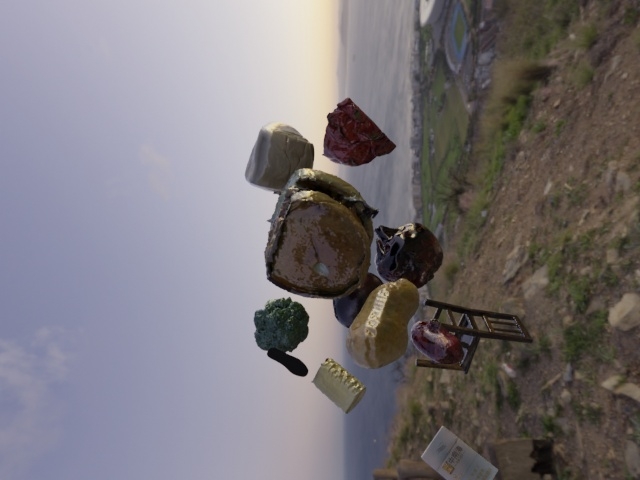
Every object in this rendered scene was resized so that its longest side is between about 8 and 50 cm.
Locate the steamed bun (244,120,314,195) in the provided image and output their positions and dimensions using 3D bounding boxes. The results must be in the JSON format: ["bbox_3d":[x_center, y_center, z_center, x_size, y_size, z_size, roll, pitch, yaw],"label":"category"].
[{"bbox_3d":[-0.134,-0.294,1.546,0.383,0.237,0.246,-124,52,-73],"label":"steamed bun"}]

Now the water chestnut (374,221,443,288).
[{"bbox_3d":[0.338,0.057,1.689,0.244,0.289,0.288,48,-150,-37],"label":"water chestnut"}]

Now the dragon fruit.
[{"bbox_3d":[0.148,-0.444,1.885,0.228,0.286,0.329,52,-175,19],"label":"dragon fruit"}]

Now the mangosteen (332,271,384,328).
[{"bbox_3d":[0.145,0.203,1.345,0.194,0.231,0.194,-25,-54,-38],"label":"mangosteen"}]

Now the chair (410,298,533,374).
[{"bbox_3d":[0.632,0.428,1.821,0.203,0.417,0.240,-82,3,-65],"label":"chair"}]

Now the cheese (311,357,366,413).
[{"bbox_3d":[0.065,0.499,1.463,0.094,0.167,0.123,0,-59,-60],"label":"cheese"}]

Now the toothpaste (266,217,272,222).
[{"bbox_3d":[-0.144,-0.102,1.997,0.266,0.096,0.061,-11,64,48],"label":"toothpaste"}]

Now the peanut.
[{"bbox_3d":[0.138,0.168,0.879,0.236,0.120,0.110,-46,-28,-40],"label":"peanut"}]

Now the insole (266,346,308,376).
[{"bbox_3d":[-0.102,0.383,1.333,0.053,0.153,0.002,-57,13,5],"label":"insole"}]

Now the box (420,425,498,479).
[{"bbox_3d":[0.530,0.859,1.632,0.155,0.243,0.067,-48,-25,-18],"label":"box"}]

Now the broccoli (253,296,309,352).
[{"bbox_3d":[-0.179,0.350,1.819,0.270,0.270,0.269,-131,35,-58],"label":"broccoli"}]

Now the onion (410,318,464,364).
[{"bbox_3d":[0.393,0.358,1.485,0.206,0.098,0.151,25,139,51],"label":"onion"}]

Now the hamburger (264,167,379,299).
[{"bbox_3d":[0.000,0.000,1.084,0.195,0.277,0.317,-82,17,-56],"label":"hamburger"}]
